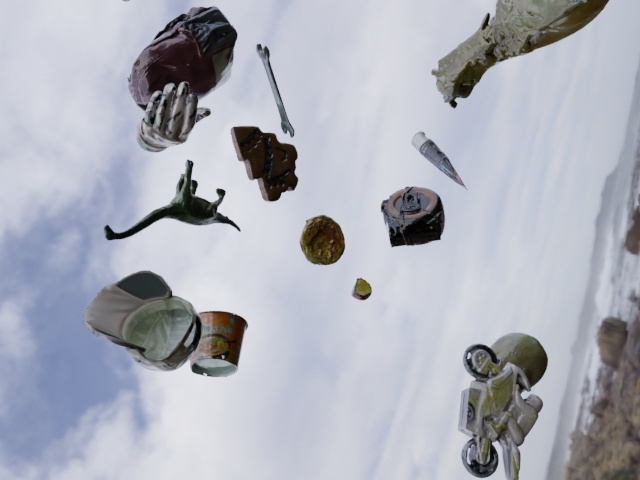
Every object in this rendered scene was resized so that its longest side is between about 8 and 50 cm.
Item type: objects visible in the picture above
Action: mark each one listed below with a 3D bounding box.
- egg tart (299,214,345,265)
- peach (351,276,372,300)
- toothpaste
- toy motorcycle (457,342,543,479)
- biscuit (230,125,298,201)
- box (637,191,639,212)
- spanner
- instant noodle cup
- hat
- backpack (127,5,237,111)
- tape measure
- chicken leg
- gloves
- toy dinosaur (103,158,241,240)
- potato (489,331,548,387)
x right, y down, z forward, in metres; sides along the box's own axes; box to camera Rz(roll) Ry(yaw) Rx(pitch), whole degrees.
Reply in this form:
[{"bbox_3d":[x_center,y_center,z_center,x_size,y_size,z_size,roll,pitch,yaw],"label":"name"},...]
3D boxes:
[{"bbox_3d":[0.000,0.000,1.542,0.131,0.052,0.130,5,-100,-27],"label":"egg tart"},{"bbox_3d":[0.132,0.168,2.125,0.078,0.083,0.050,-14,-41,-29],"label":"peach"},{"bbox_3d":[0.302,-0.198,1.580,0.045,0.193,0.071,-42,-35,8],"label":"toothpaste"},{"bbox_3d":[0.465,0.443,1.625,0.108,0.223,0.340,114,166,-66],"label":"toy motorcycle"},{"bbox_3d":[-0.187,-0.275,2.117,0.301,0.043,0.278,39,-131,-29],"label":"biscuit"},{"bbox_3d":[0.806,-0.089,1.483,0.122,0.069,0.084,-27,-78,-41],"label":"box"},{"bbox_3d":[-0.136,-0.451,1.920,0.018,0.071,0.301,-31,-58,-22],"label":"spanner"},{"bbox_3d":[-0.384,0.387,2.314,0.230,0.231,0.182,62,-158,-54],"label":"instant noodle cup"},{"bbox_3d":[-0.417,0.205,1.484,0.232,0.275,0.161,-80,13,-53],"label":"hat"},{"bbox_3d":[-0.393,-0.484,1.762,0.317,0.197,0.283,-37,-9,-17],"label":"backpack"},{"bbox_3d":[0.304,-0.081,2.058,0.222,0.202,0.135,-92,-11,-46],"label":"tape measure"},{"bbox_3d":[0.360,-0.395,1.174,0.153,0.429,0.201,18,-127,-31],"label":"chicken leg"},{"bbox_3d":[-0.340,-0.272,1.441,0.128,0.212,0.110,29,-118,-27],"label":"gloves"},{"bbox_3d":[-0.339,-0.039,1.594,0.447,0.087,0.300,42,-136,-46],"label":"toy dinosaur"},{"bbox_3d":[0.600,0.400,2.002,0.251,0.174,0.159,-28,-62,-22],"label":"potato"}]
